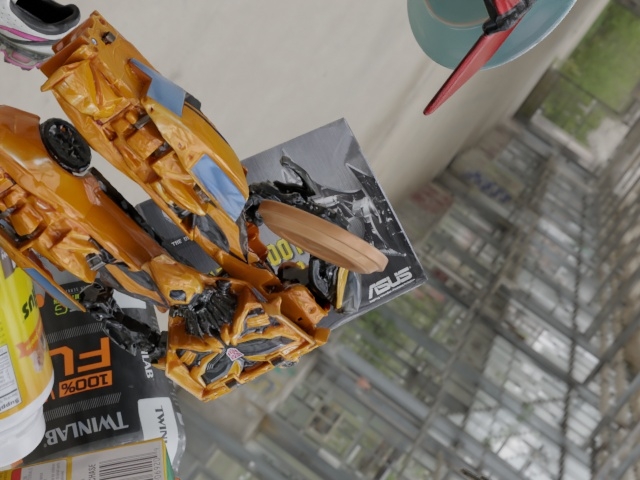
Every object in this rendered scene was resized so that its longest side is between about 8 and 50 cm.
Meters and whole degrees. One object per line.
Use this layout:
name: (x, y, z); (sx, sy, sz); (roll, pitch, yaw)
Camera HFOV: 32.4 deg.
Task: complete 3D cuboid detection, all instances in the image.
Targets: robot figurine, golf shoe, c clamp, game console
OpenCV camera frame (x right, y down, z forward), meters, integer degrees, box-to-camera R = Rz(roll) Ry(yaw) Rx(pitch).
robot figurine: (-0.108, 0.001, 0.746); (0.211, 0.291, 0.085); (-30, -152, 25)
golf shoe: (-0.293, -0.217, 0.938); (0.086, 0.186, 0.067); (-28, -130, 40)
c clamp: (0.211, 0.278, 1.147); (0.161, 0.137, 0.022); (35, 80, -44)
game console: (0.106, -0.173, 0.761); (0.085, 0.124, 0.144); (-16, -164, 32)

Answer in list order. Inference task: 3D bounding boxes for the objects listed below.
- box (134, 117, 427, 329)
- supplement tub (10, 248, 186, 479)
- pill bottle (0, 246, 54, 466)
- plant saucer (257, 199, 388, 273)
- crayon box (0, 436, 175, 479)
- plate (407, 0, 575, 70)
box: (-0.038, 0.009, 1.046); (0.231, 0.183, 0.056); (-24, 176, -23)
supplement tub: (-0.283, 0.171, 1.323); (0.207, 0.337, 0.207); (-16, 165, -4)
pill bottle: (-0.278, 0.072, 0.866); (0.117, 0.117, 0.214); (-48, 141, -49)
plant saucer: (0.000, 0.000, 0.656); (0.083, 0.084, 0.013); (90, 25, -81)
crayon box: (-0.127, 0.212, 0.432); (0.278, 0.166, 0.081); (-108, -172, -56)
plate: (0.137, -0.228, 0.887); (0.024, 0.188, 0.188); (21, 110, -42)
